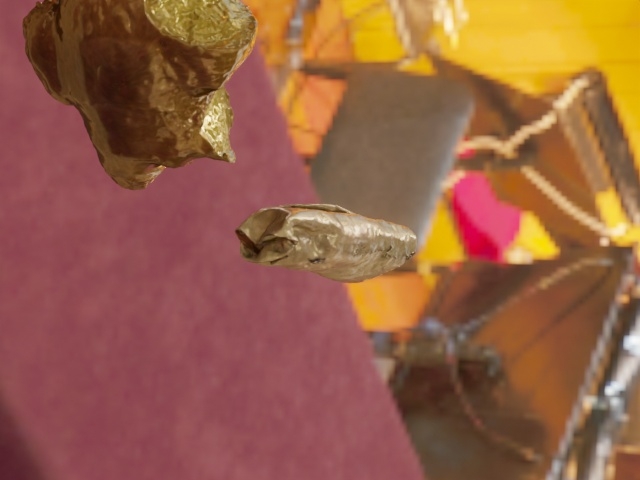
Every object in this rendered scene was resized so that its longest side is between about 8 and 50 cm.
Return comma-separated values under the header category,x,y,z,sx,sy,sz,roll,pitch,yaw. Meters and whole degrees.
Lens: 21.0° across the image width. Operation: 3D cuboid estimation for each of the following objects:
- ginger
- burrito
category,x,y,z,sx,sy,sz,roll,pitch,yaw
ginger,-0.167,-0.134,1.538,0.123,0.219,0.270,-59,174,-47
burrito,0.000,0.000,1.542,0.226,0.087,0.060,10,63,-61
